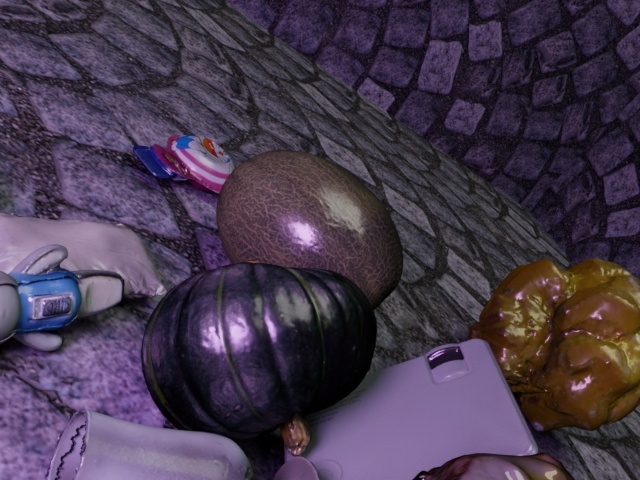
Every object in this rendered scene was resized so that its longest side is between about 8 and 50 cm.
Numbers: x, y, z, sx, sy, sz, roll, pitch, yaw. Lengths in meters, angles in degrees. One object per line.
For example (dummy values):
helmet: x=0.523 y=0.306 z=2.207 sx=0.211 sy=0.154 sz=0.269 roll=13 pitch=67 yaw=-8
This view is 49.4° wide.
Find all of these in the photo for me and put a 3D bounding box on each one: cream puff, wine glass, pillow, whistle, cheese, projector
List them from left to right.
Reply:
whistle: x=-0.287 y=0.059 z=0.680 sx=0.077 sy=0.114 sz=0.235 roll=6 pitch=6 yaw=27
pillow: x=-0.291 y=0.017 z=0.814 sx=0.229 sy=0.051 sz=0.128 roll=8 pitch=36 yaw=-52
wine glass: x=-0.118 y=0.221 z=0.621 sx=0.231 sy=0.103 sz=0.103 roll=24 pitch=25 yaw=-29
cheese: x=-0.227 y=-0.136 z=1.223 sx=0.155 sy=0.062 sz=0.244 roll=49 pitch=23 yaw=17
projector: x=0.095 y=0.230 z=0.762 sx=0.192 sy=0.256 sz=0.099 roll=-101 pitch=169 yaw=-59
cream puff: x=0.457 y=0.192 z=1.372 sx=0.275 sy=0.378 sz=0.378 roll=27 pitch=24 yaw=-29

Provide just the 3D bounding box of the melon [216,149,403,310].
melon: x=-0.019 y=-0.007 z=1.061 sx=0.301 sy=0.237 sz=0.237 roll=43 pitch=21 yaw=11

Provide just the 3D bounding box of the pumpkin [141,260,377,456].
pumpkin: x=-0.059 y=0.123 z=0.739 sx=0.250 sy=0.250 sz=0.216 roll=-4 pitch=66 yaw=-61

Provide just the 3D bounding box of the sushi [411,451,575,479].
sushi: x=0.085 y=0.328 z=0.477 sx=0.299 sy=0.294 sz=0.281 roll=12 pitch=37 yaw=-49
